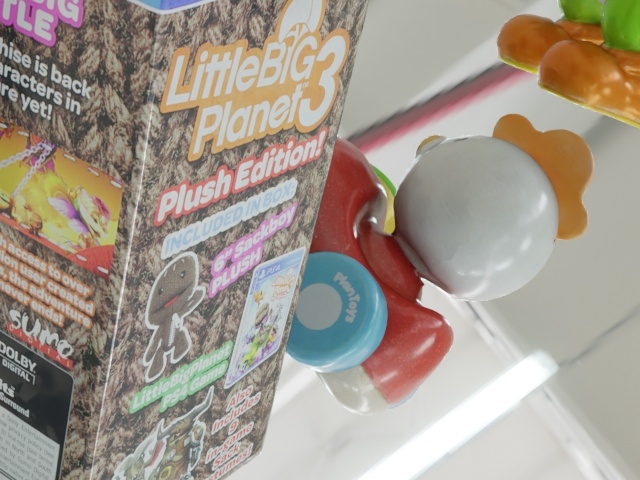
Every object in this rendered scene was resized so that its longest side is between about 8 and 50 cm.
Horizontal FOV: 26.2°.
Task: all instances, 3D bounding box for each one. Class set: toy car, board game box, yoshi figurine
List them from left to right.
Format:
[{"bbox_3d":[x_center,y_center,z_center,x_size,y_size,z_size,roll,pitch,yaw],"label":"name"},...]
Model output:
[{"bbox_3d":[-0.128,-0.044,0.594,0.232,0.291,0.141,28,-148,23],"label":"board game box"},{"bbox_3d":[0.069,-0.019,0.948,0.238,0.219,0.210,-31,-110,3],"label":"toy car"},{"bbox_3d":[0.228,-0.279,0.981,0.203,0.203,0.362,30,-75,22],"label":"yoshi figurine"}]

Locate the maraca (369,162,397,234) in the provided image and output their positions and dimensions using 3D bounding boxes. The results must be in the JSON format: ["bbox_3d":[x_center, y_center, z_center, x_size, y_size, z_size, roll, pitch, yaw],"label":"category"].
[{"bbox_3d":[0.000,0.000,1.364,0.185,0.127,0.099,-40,169,16],"label":"maraca"}]
